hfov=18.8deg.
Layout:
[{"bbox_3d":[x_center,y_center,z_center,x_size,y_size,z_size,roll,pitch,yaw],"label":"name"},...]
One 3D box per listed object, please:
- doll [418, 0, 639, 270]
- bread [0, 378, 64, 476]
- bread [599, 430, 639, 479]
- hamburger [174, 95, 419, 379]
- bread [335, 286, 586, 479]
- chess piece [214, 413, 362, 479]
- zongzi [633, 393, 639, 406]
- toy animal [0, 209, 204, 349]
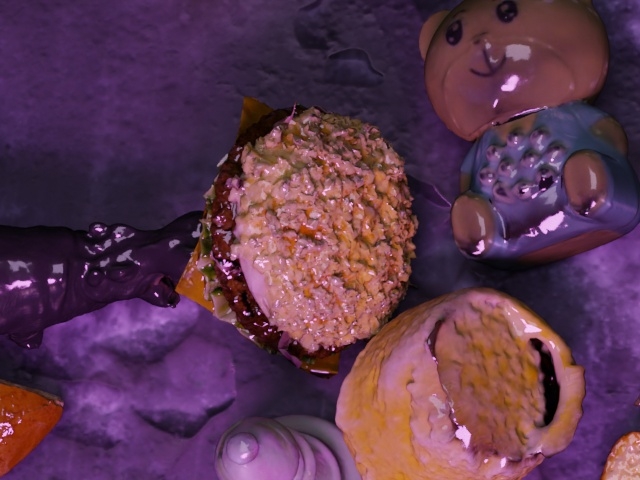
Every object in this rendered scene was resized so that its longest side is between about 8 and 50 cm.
[{"bbox_3d":[0.191,-0.115,1.765,0.177,0.161,0.261,-22,72,26],"label":"doll"},{"bbox_3d":[-0.335,0.188,1.814,0.154,0.054,0.136,21,100,-12],"label":"bread"},{"bbox_3d":[0.283,0.265,1.694,0.103,0.065,0.187,9,75,11],"label":"bread"},{"bbox_3d":[0.000,0.000,1.739,0.138,0.261,0.243,1,66,43],"label":"hamburger"},{"bbox_3d":[0.123,0.143,1.690,0.197,0.170,0.197,8,70,-22],"label":"bread"},{"bbox_3d":[-0.041,0.199,1.659,0.139,0.272,0.139,-3,73,10],"label":"chess piece"},{"bbox_3d":[0.412,0.111,1.700,0.205,0.094,0.204,33,86,17],"label":"zongzi"},{"bbox_3d":[-0.258,0.034,1.805,0.343,0.168,0.106,-7,71,-7],"label":"toy animal"}]
